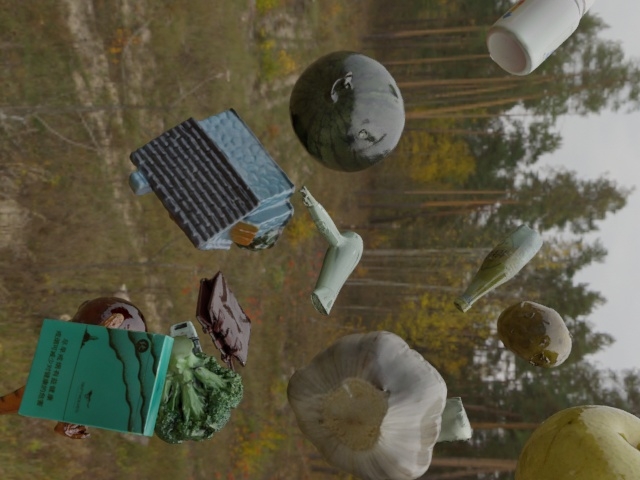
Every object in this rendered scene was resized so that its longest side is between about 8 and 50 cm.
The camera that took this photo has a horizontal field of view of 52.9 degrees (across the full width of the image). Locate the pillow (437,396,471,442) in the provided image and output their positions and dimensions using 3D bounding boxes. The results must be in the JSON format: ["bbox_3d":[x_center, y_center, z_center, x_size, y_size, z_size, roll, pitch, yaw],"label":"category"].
[{"bbox_3d":[0.264,0.469,1.649,0.051,0.229,0.128,-56,133,-69],"label":"pillow"}]

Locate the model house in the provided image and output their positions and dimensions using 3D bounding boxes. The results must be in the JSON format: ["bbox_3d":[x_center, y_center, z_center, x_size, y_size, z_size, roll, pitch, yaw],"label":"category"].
[{"bbox_3d":[-0.307,-0.107,1.702,0.339,0.360,0.297,-26,165,-46],"label":"model house"}]

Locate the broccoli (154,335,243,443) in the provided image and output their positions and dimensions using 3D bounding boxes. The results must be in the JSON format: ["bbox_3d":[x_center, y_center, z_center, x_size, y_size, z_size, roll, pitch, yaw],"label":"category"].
[{"bbox_3d":[-0.323,0.355,1.567,0.270,0.269,0.270,-77,167,-58],"label":"broccoli"}]

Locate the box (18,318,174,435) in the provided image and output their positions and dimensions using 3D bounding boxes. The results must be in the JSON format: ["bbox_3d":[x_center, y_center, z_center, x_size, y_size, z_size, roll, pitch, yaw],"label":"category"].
[{"bbox_3d":[-0.366,0.222,1.054,0.042,0.226,0.161,59,38,-70],"label":"box"}]

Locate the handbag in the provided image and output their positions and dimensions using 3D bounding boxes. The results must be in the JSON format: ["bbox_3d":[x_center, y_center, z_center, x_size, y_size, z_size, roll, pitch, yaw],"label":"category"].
[{"bbox_3d":[-0.320,0.264,2.141,0.276,0.084,0.260,-98,164,-65],"label":"handbag"}]

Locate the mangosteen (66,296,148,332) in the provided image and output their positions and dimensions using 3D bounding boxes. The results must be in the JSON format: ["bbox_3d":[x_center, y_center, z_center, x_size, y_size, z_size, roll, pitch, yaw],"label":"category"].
[{"bbox_3d":[-0.596,0.249,1.745,0.215,0.257,0.215,-22,119,-48],"label":"mangosteen"}]

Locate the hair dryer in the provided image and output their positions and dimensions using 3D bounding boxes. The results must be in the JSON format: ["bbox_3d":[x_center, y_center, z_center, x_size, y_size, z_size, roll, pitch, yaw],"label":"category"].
[{"bbox_3d":[0.000,0.000,1.302,0.237,0.075,0.206,65,35,-30],"label":"hair dryer"}]

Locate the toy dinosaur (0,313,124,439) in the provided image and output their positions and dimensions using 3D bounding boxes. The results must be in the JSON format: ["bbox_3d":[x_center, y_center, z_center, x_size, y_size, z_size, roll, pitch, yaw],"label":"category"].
[{"bbox_3d":[-0.535,0.315,1.266,0.097,0.432,0.208,45,-11,43],"label":"toy dinosaur"}]

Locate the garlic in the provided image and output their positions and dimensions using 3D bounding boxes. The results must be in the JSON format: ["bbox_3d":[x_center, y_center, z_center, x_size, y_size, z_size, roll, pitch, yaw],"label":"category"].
[{"bbox_3d":[0.098,0.326,1.306,0.259,0.317,0.318,25,64,-65],"label":"garlic"}]

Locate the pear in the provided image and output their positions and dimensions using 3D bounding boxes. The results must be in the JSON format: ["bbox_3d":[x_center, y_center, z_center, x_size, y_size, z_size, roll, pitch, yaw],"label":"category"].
[{"bbox_3d":[0.565,0.515,1.308,0.348,0.347,0.349,0,90,-82],"label":"pear"}]

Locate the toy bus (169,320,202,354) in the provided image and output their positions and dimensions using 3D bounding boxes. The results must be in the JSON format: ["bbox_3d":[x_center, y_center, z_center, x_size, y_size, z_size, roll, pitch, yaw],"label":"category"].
[{"bbox_3d":[-0.402,0.318,1.936,0.194,0.087,0.089,91,-21,-56],"label":"toy bus"}]

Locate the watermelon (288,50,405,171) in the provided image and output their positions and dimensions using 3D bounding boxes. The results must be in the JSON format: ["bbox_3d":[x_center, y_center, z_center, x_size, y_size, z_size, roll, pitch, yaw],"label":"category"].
[{"bbox_3d":[0.063,-0.308,1.546,0.359,0.278,0.279,19,71,-76],"label":"watermelon"}]

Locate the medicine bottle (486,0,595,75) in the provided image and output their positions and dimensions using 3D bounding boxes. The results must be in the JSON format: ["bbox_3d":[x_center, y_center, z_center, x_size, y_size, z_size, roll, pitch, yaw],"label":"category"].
[{"bbox_3d":[0.610,-0.607,1.775,0.293,0.170,0.170,-44,161,-9],"label":"medicine bottle"}]

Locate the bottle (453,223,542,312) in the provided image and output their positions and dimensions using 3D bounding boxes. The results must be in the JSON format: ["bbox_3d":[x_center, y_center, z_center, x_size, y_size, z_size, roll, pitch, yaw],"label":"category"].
[{"bbox_3d":[0.431,0.073,1.589,0.083,0.269,0.083,47,-6,6],"label":"bottle"}]

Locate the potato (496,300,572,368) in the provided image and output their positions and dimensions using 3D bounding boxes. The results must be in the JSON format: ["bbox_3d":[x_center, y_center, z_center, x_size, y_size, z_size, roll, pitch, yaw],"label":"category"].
[{"bbox_3d":[0.490,0.212,1.480,0.137,0.175,0.137,-39,147,-33],"label":"potato"}]
